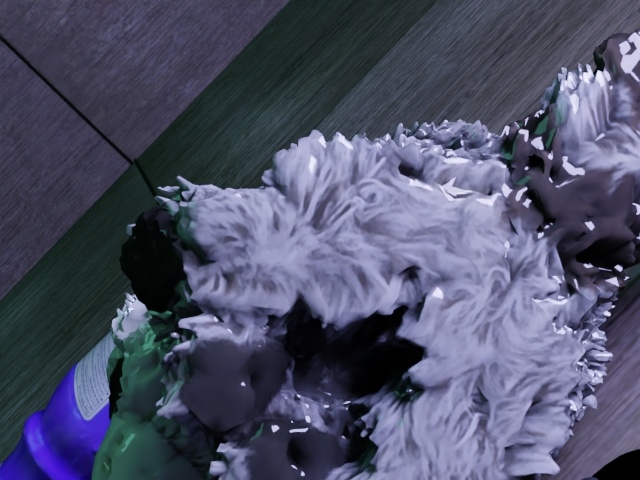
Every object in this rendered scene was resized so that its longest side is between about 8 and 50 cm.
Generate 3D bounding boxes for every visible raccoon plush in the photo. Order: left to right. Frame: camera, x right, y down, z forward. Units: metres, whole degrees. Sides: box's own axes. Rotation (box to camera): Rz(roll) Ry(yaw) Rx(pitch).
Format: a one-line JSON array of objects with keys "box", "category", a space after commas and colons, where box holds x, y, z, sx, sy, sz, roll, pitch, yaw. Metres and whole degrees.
[{"box": [0.067, 0.043, 0.708, 0.447, 0.216, 0.299, -19, -2, -10], "category": "raccoon plush"}]

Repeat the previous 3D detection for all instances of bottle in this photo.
[{"box": [-0.176, 0.142, 1.066, 0.283, 0.092, 0.118, -44, 26, 12], "category": "bottle"}]

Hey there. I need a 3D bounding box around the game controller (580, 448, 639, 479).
[{"box": [0.108, 0.179, 0.344, 0.166, 0.067, 0.319, -44, 16, 4], "category": "game controller"}]
